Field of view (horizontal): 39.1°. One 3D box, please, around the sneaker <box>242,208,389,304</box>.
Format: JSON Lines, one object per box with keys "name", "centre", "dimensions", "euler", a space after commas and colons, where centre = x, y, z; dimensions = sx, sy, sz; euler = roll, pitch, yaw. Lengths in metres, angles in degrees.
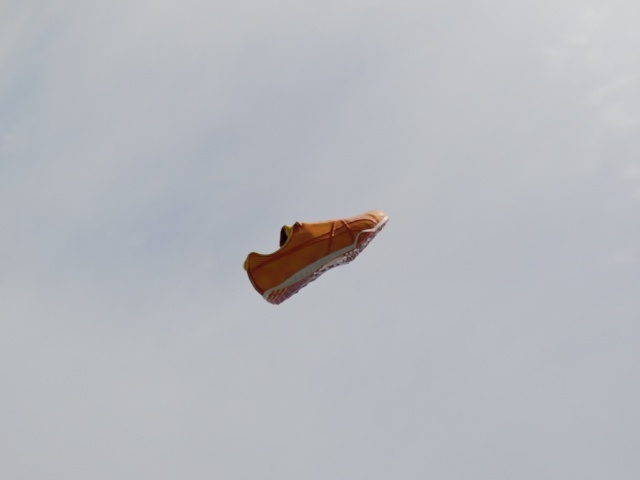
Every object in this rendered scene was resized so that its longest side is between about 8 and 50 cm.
{"name": "sneaker", "centre": [0.000, 0.000, 0.919], "dimensions": [0.067, 0.175, 0.064], "euler": [55, -35, 13]}
